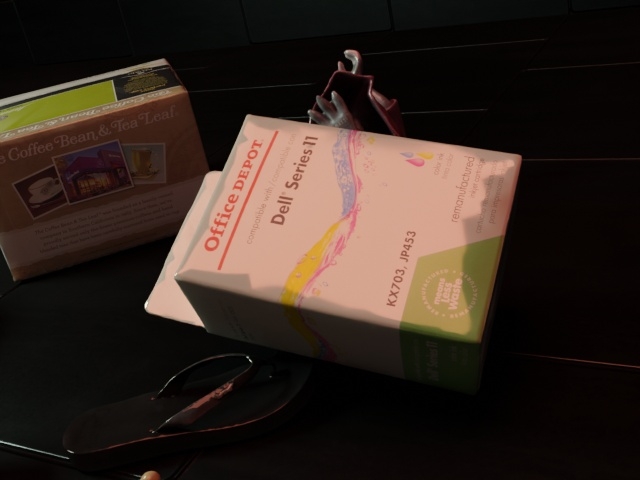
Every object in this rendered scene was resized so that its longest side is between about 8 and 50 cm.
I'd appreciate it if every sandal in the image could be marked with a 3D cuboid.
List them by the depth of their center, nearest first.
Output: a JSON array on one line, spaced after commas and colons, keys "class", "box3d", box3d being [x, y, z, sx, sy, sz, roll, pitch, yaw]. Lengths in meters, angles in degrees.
[{"class": "sandal", "box3d": [-0.121, 0.155, 0.748, 0.255, 0.054, 0.097, -17, 25, -9]}]

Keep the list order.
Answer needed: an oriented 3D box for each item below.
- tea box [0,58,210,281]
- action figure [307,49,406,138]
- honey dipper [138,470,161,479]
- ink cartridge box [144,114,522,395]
[{"class": "tea box", "box3d": [-0.364, -0.132, 1.269, 0.329, 0.219, 0.323, -17, 24, -9]}, {"class": "action figure", "box3d": [0.080, -0.101, 1.040, 0.276, 0.248, 0.370, 29, 8, 8]}, {"class": "honey dipper", "box3d": [-0.214, 0.233, 0.664, 0.161, 0.030, 0.030, -15, 25, -16]}, {"class": "ink cartridge box", "box3d": [0.000, 0.000, 0.767, 0.354, 0.119, 0.207, 10, 60, 16]}]
